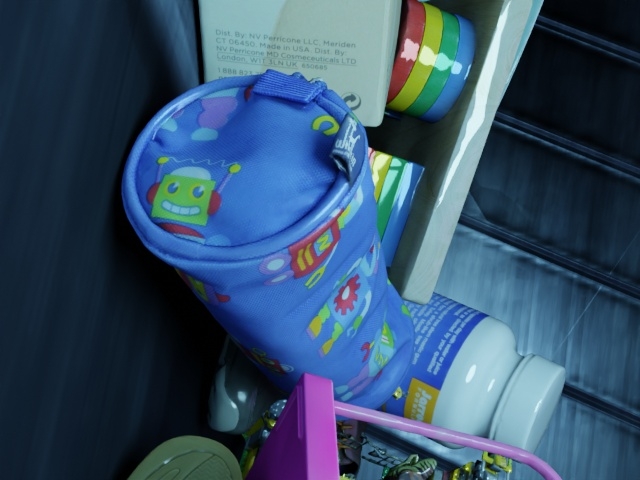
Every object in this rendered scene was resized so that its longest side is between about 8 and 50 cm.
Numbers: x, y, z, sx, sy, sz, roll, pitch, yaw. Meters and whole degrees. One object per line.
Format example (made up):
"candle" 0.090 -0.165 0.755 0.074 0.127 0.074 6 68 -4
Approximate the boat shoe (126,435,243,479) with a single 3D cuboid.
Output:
"boat shoe" -0.094 0.219 0.442 0.073 0.080 0.223 108 -6 -61

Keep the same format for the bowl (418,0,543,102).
"bowl" 0.137 -0.221 0.987 0.311 0.163 0.311 24 90 -89

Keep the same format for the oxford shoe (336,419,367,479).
"oxford shoe" 0.032 0.276 1.298 0.133 0.130 0.364 -119 -149 -66

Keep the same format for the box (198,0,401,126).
"box" -0.005 -0.239 0.493 0.148 0.121 0.311 -77 172 -47

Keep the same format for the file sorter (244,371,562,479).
"file sorter" 0.021 0.268 0.489 0.202 0.182 0.291 -93 -155 -54

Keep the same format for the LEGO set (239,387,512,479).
"LEGO set" 0.060 0.242 0.740 0.192 0.331 0.255 -46 -168 51

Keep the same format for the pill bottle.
"pill bottle" 0.122 0.137 0.927 0.152 0.272 0.152 -41 143 -41

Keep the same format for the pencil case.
"pencil case" -0.011 0.016 0.523 0.133 0.119 0.306 -55 156 -16

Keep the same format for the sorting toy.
"sorting toy" 0.052 -0.103 0.748 0.257 0.089 0.255 -142 -110 -72

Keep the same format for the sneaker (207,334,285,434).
"sneaker" -0.015 0.082 0.741 0.267 0.106 0.101 -55 163 -57
